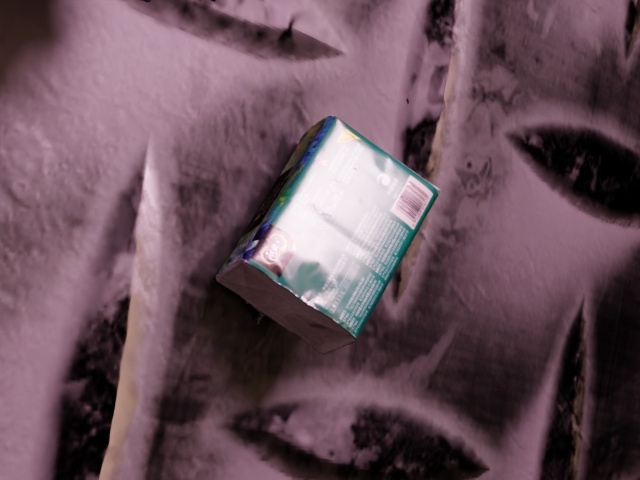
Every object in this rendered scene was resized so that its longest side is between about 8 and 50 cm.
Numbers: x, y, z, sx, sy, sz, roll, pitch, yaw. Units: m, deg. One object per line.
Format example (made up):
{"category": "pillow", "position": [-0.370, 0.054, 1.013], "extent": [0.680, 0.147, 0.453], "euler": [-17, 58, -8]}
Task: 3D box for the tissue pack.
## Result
{"category": "tissue pack", "position": [0.000, -0.001, 0.828], "extent": [0.085, 0.079, 0.111], "euler": [35, 64, -11]}
